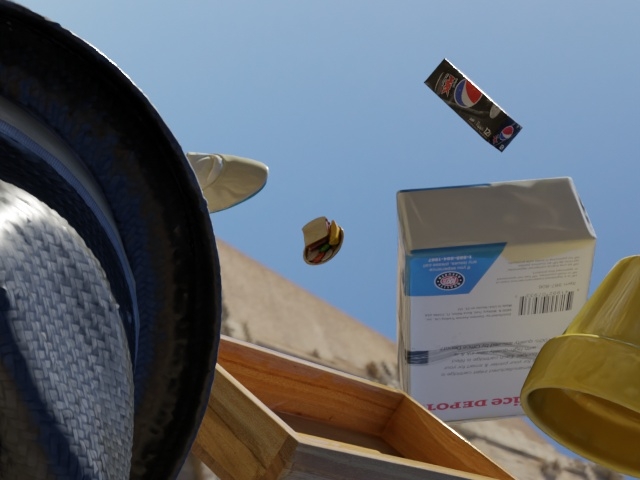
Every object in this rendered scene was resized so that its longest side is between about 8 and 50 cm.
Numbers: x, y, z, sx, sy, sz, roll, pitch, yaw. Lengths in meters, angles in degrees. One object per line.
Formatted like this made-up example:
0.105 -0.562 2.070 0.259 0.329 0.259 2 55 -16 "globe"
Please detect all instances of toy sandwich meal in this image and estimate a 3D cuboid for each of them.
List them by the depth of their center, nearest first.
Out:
0.000 0.000 1.680 0.085 0.029 0.085 -27 -141 24 "toy sandwich meal"

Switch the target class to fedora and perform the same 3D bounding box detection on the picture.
-0.162 0.078 0.411 0.334 0.334 0.152 -60 -147 11 "fedora"

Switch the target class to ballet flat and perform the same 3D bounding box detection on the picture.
-0.192 -0.071 1.431 0.248 0.086 0.086 -16 -128 19 "ballet flat"

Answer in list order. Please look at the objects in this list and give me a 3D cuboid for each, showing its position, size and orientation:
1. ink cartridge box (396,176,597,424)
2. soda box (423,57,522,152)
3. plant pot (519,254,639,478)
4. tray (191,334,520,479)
0.269 0.107 1.782 0.166 0.285 0.395 -96 -178 -49 "ink cartridge box"
0.240 -0.215 1.732 0.053 0.060 0.169 -49 -126 13 "soda box"
0.429 0.162 1.471 0.254 0.254 0.239 -10 -135 55 "plant pot"
0.022 0.191 1.035 0.203 0.411 0.076 35 -83 39 "tray"
